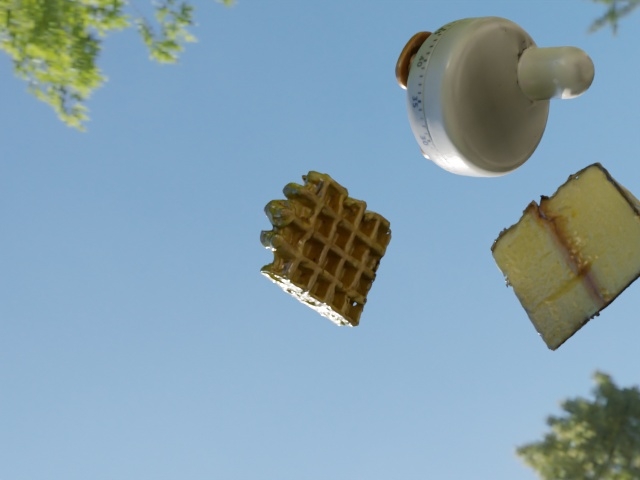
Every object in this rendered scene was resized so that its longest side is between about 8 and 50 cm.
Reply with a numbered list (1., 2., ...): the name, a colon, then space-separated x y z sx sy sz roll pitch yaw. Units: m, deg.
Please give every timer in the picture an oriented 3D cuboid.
1. timer: 0.245 -0.206 1.692 0.233 0.240 0.234 -4 -84 -40

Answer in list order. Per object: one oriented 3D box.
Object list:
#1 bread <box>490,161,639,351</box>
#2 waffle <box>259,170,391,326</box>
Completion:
1. bread: 0.371 0.017 1.770 0.240 0.178 0.135 -45 -1 21
2. waffle: 0.000 0.000 1.572 0.211 0.055 0.160 38 -113 -41
